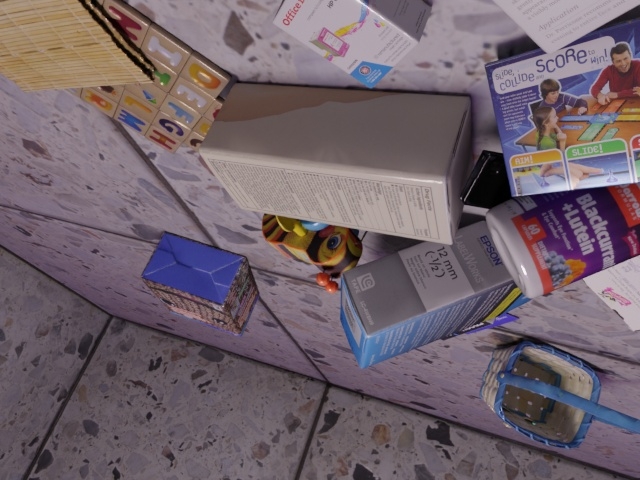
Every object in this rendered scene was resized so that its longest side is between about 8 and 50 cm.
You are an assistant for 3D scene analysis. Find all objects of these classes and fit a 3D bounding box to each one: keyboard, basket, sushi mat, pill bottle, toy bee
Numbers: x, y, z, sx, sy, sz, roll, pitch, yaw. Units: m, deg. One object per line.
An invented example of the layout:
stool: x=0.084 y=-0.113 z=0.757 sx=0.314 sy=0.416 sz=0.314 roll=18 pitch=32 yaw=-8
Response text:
keyboard: x=0.259 y=-0.074 z=0.587 sx=0.192 sy=0.038 sz=0.100 roll=7 pitch=131 yaw=-16
basket: x=0.503 y=0.338 z=1.105 sx=0.255 sy=0.200 sz=0.289 roll=24 pitch=166 yaw=-5
sushi mat: x=-0.388 y=-0.273 z=0.719 sx=0.317 sy=0.019 sz=0.151 roll=7 pitch=154 yaw=30
pill bottle: x=0.286 y=-0.024 z=0.536 sx=0.194 sy=0.108 sz=0.108 roll=-26 pitch=141 yaw=11
toy bee: x=0.000 y=0.000 z=0.844 sx=0.195 sy=0.162 sz=0.298 roll=34 pitch=154 yaw=-23

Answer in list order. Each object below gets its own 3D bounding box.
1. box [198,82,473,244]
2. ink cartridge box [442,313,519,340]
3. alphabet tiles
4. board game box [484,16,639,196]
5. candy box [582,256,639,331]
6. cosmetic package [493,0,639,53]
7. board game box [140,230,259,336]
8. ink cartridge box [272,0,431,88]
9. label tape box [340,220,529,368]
box: x=0.025 y=-0.101 z=0.651 sx=0.312 sy=0.121 sz=0.148 roll=11 pitch=155 yaw=22
ink cartridge box: x=0.282 y=0.168 z=1.118 sx=0.209 sy=0.045 sz=0.206 roll=23 pitch=156 yaw=-7
alphabet tiles: x=-0.279 y=-0.236 z=0.747 sx=0.343 sy=0.011 sz=0.285 roll=31 pitch=154 yaw=-22
board game box: x=0.256 y=-0.116 z=0.445 sx=0.201 sy=0.035 sz=0.136 roll=-3 pitch=110 yaw=44
candy box: x=0.426 y=0.023 z=0.605 sx=0.165 sy=0.070 sz=0.196 roll=39 pitch=145 yaw=-19
cosmetic package: x=0.127 y=-0.239 z=0.322 sx=0.231 sy=0.085 sz=0.117 roll=33 pitch=154 yaw=-22
board game box: x=-0.314 y=0.127 z=1.396 sx=0.232 sy=0.141 sz=0.291 roll=17 pitch=156 yaw=9
ink cartridge box: x=0.027 y=-0.215 z=0.490 sx=0.123 sy=0.052 sz=0.088 roll=29 pitch=155 yaw=-16
label tape box: x=0.209 y=0.081 z=0.845 sx=0.348 sy=0.115 sz=0.249 roll=-21 pitch=157 yaw=-7
